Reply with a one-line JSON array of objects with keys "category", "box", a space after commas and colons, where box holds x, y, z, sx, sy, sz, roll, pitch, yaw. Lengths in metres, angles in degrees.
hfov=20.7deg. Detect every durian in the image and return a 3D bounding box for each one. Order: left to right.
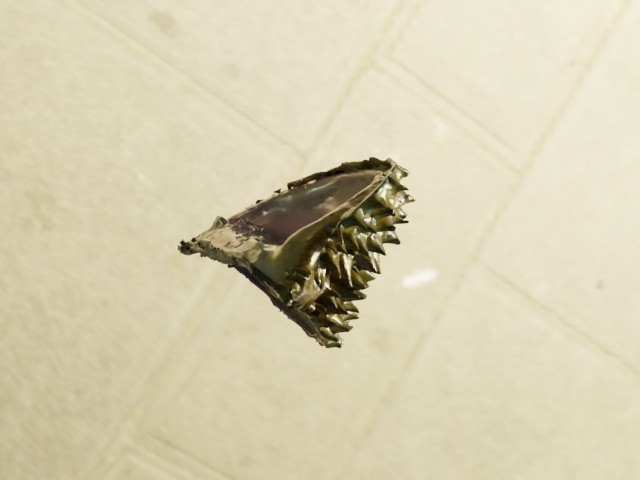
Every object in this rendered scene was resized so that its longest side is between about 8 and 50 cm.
[{"category": "durian", "box": [0.003, -0.007, 1.698, 0.185, 0.305, 0.195, 42, 80, -11]}]
